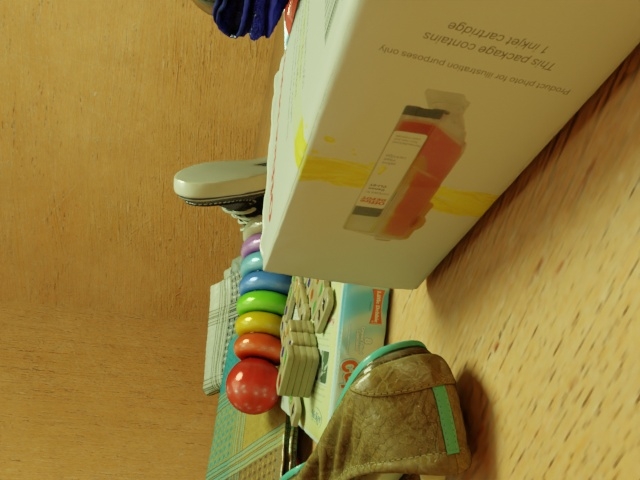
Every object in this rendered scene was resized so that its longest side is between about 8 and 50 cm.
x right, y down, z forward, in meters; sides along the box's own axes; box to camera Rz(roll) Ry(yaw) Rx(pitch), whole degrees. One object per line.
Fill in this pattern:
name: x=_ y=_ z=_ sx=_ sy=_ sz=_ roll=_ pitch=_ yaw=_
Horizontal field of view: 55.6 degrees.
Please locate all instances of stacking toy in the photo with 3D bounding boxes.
stacking toy: x=-0.086 y=0.126 z=1.018 sx=0.141 sy=0.141 sz=0.330 roll=119 pitch=161 yaw=-60

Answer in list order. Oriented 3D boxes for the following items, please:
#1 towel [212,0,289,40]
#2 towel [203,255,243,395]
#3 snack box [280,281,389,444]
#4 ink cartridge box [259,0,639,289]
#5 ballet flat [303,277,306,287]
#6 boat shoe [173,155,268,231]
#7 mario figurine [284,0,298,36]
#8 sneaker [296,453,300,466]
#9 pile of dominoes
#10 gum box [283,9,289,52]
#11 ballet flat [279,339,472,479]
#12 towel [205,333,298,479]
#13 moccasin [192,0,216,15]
towel: x=-0.009 y=-0.357 z=0.574 sx=0.228 sy=0.076 sz=0.308 roll=168 pitch=125 yaw=-78
towel: x=-0.162 y=0.156 z=1.349 sx=0.312 sy=0.056 sz=0.324 roll=-31 pitch=45 yaw=44
snack box: x=0.007 y=0.152 z=0.804 sx=0.322 sy=0.060 sz=0.187 roll=153 pitch=124 yaw=-76
ink cartridge box: x=0.069 y=-0.168 z=0.470 sx=0.384 sy=0.161 sz=0.279 roll=117 pitch=159 yaw=-57
ballet flat: x=0.000 y=0.000 z=0.952 sx=0.070 sy=0.070 sz=0.188 roll=-95 pitch=21 yaw=-49
boat shoe: x=-0.125 y=-0.064 z=1.123 sx=0.127 sy=0.341 sz=0.158 roll=20 pitch=113 yaw=35
mario figurine: x=0.058 y=-0.272 z=0.812 sx=0.320 sy=0.170 sz=0.198 roll=-84 pitch=-31 yaw=-73
sneaker: x=-0.056 y=0.351 z=1.026 sx=0.075 sy=0.057 sz=0.161 roll=-15 pitch=55 yaw=49
pile of dominoes: x=-0.038 y=0.101 z=0.807 sx=0.251 sy=0.040 sz=0.195 roll=-108 pitch=30 yaw=-66
gum box: x=-0.012 y=-0.327 z=1.016 sx=0.157 sy=0.041 sz=0.184 roll=-17 pitch=-73 yaw=-67
ballet flat: x=0.040 y=0.224 z=0.536 sx=0.124 sy=0.116 sz=0.342 roll=66 pitch=147 yaw=34
towel: x=-0.113 y=0.286 z=1.079 sx=0.271 sy=0.040 sz=0.370 roll=-42 pitch=32 yaw=38
moccasin: x=-0.020 y=-0.418 z=0.766 sx=0.380 sy=0.139 sz=0.147 roll=-51 pitch=7 yaw=-9
